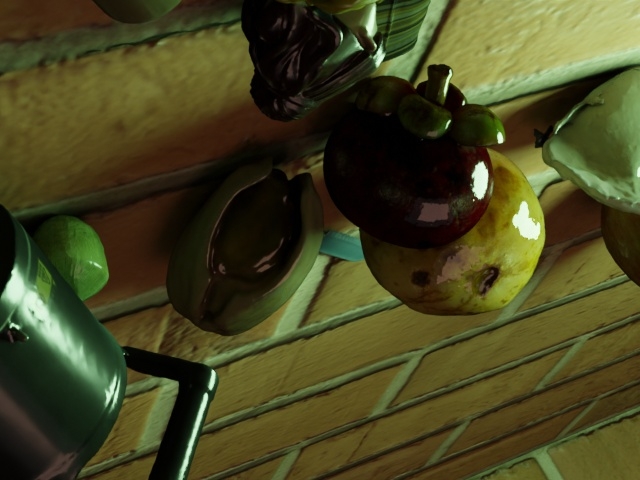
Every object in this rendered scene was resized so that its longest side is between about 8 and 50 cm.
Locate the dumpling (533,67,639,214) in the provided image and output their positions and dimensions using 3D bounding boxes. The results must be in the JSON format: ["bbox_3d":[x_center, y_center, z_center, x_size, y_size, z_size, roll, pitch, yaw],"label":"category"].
[{"bbox_3d":[0.398,-0.103,1.687,0.293,0.204,0.163,-24,171,-34],"label":"dumpling"}]

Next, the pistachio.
[{"bbox_3d":[-0.079,0.008,1.463,0.138,0.153,0.238,25,134,-12],"label":"pistachio"}]

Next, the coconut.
[{"bbox_3d":[-0.251,0.025,1.343,0.088,0.096,0.088,-9,150,-5],"label":"coconut"}]

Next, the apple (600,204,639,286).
[{"bbox_3d":[0.561,-0.027,1.981,0.309,0.250,0.277,-20,156,-26],"label":"apple"}]

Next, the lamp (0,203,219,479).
[{"bbox_3d":[-0.299,0.093,1.197,0.374,0.205,0.272,9,145,10],"label":"lamp"}]

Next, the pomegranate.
[{"bbox_3d":[0.150,-0.019,1.602,0.215,0.215,0.215,-24,158,-11],"label":"pomegranate"}]

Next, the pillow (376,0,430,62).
[{"bbox_3d":[0.056,-0.218,1.246,0.113,0.038,0.203,-19,156,-16],"label":"pillow"}]

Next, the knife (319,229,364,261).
[{"bbox_3d":[0.000,0.000,1.693,0.044,0.019,0.313,-38,158,17],"label":"knife"}]

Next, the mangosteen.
[{"bbox_3d":[0.099,-0.089,1.415,0.200,0.199,0.200,-24,158,-11],"label":"mangosteen"}]

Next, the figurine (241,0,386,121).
[{"bbox_3d":[0.004,-0.210,1.069,0.187,0.168,0.315,12,165,2],"label":"figurine"}]

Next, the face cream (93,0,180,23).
[{"bbox_3d":[-0.183,-0.253,0.850,0.137,0.084,0.341,-23,152,11],"label":"face cream"}]
